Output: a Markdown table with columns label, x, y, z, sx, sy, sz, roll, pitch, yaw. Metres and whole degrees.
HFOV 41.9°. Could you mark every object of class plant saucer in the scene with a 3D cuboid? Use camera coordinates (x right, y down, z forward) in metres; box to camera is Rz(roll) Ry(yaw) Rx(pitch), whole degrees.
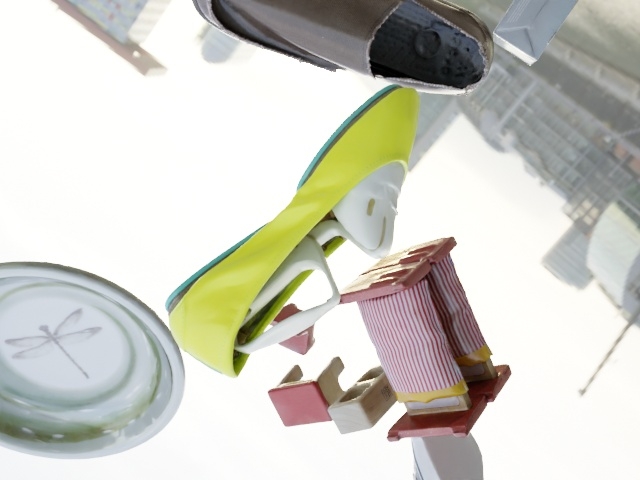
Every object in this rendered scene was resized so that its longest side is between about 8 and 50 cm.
| label | x | y | z | sx | sy | sz | roll | pitch | yaw |
| --- | --- | --- | --- | --- | --- | --- | --- | --- | --- |
| plant saucer | -0.399 | 0.169 | 1.267 | 0.400 | 0.400 | 0.100 | 32 | -150 | -21 |

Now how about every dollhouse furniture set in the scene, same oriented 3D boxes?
| label | x | y | z | sx | sy | sz | roll | pitch | yaw |
| --- | --- | --- | --- | --- | --- | --- | --- | --- | --- |
| dollhouse furniture set | 0.037 | 0.150 | 1.096 | 0.152 | 0.374 | 0.201 | -34 | -79 | -48 |

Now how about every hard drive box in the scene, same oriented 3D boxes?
| label | x | y | z | sx | sy | sz | roll | pitch | yaw |
| --- | --- | --- | --- | --- | --- | --- | --- | --- | --- |
| hard drive box | 0.382 | -0.404 | 1.436 | 0.089 | 0.181 | 0.232 | 34 | -165 | 4 |

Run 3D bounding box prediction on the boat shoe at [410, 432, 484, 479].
| label | x | y | z | sx | sy | sz | roll | pitch | yaw |
| --- | --- | --- | --- | --- | --- | --- | --- | --- | --- |
| boat shoe | 0.163 | 0.347 | 1.100 | 0.108 | 0.102 | 0.301 | 20 | -148 | -26 |

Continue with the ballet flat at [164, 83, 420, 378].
| label | x | y | z | sx | sy | sz | roll | pitch | yaw |
| --- | --- | --- | --- | --- | --- | --- | --- | --- | --- |
| ballet flat | 0.000 | 0.000 | 0.551 | 0.077 | 0.231 | 0.077 | 46 | 179 | 24 |

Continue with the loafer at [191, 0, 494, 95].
| label | x | y | z | sx | sy | sz | roll | pitch | yaw |
| --- | --- | --- | --- | --- | --- | --- | --- | --- | --- |
| loafer | 0.038 | -0.252 | 0.936 | 0.366 | 0.134 | 0.130 | 11 | -161 | -11 |
